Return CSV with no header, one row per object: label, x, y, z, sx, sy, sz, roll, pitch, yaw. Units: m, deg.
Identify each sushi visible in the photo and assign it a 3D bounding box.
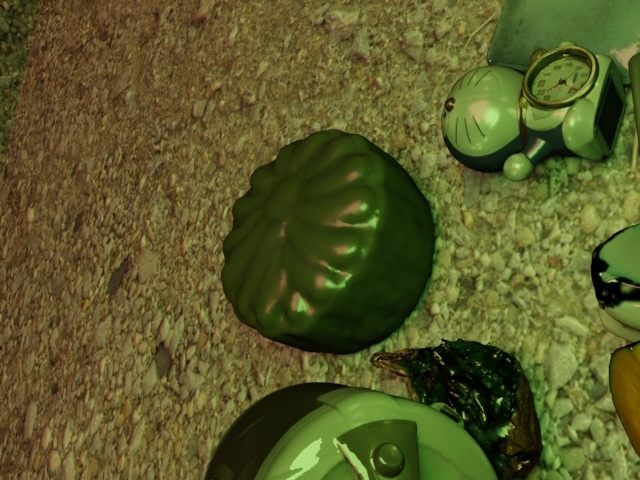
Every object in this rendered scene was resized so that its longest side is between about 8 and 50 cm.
sushi,0.192,0.194,0.975,0.287,0.140,0.149,44,111,45

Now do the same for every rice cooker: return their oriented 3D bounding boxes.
rice cooker,0.030,0.338,0.888,0.325,0.335,0.335,-12,61,68

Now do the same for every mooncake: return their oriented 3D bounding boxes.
mooncake,0.000,0.000,1.215,0.356,0.194,0.357,-19,61,37

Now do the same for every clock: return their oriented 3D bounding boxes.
clock,0.284,-0.171,1.049,0.243,0.146,0.200,3,70,41

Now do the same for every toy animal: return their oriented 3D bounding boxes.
toy animal,0.388,0.060,0.816,0.165,0.179,0.138,11,62,33

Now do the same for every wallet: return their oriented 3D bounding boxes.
wallet,0.396,-0.374,1.095,0.251,0.054,0.291,21,88,48

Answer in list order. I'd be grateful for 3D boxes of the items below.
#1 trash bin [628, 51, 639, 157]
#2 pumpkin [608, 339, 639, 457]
trash bin,0.463,-0.122,0.870,0.164,0.122,0.241,-18,58,38
pumpkin,0.418,0.207,0.794,0.130,0.149,0.254,-26,76,-3
